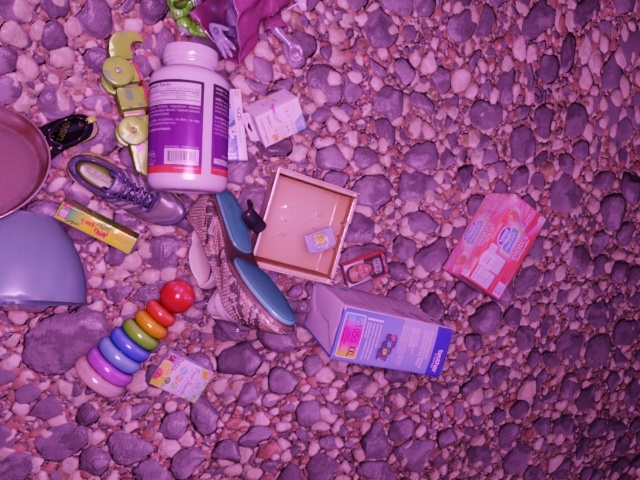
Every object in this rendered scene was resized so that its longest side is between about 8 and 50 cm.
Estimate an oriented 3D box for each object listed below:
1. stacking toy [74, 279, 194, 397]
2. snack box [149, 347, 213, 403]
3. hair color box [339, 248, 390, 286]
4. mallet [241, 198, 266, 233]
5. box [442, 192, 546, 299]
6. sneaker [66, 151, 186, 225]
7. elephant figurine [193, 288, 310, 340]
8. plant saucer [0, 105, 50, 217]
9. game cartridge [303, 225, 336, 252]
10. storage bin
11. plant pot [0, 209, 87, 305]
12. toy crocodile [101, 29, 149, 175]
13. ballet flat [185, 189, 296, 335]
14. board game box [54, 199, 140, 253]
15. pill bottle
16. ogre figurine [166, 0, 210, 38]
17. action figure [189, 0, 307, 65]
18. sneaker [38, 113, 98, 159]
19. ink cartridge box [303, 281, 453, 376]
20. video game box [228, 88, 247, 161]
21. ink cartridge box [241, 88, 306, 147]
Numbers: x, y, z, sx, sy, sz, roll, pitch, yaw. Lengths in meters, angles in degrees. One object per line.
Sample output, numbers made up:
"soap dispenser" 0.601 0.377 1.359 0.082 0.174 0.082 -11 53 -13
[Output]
"stacking toy" -0.459 0.235 1.171 0.141 0.141 0.330 47 76 -18
"snack box" -0.383 0.374 1.250 0.141 0.037 0.100 33 88 -20
"hair color box" 0.134 0.083 1.371 0.141 0.043 0.072 -20 104 -13
"mallet" -0.183 -0.080 1.166 0.039 0.190 0.062 -37 121 3
"box" 0.549 0.012 1.441 0.154 0.142 0.300 32 87 -19
"sneaker" -0.475 -0.117 1.104 0.299 0.121 0.111 25 90 -19
"elephant figurine" -0.178 0.181 1.239 0.169 0.239 0.186 -46 71 18
"plant saucer" -0.734 -0.155 0.938 0.310 0.050 0.311 9 60 -16
"game cartridge" 0.000 0.000 1.202 0.083 0.017 0.056 -20 108 -14
"storage bin" -0.044 -0.037 1.254 0.260 0.123 0.263 16 93 -19
"plant pot" -0.671 0.041 1.002 0.290 0.290 0.196 4 78 -18
"toy crocodile" -0.448 -0.322 1.080 0.105 0.115 0.341 -15 98 -26
"ballet flat" -0.217 0.072 1.079 0.182 0.483 0.164 -41 143 12
"board game box" -0.542 -0.035 1.110 0.181 0.092 0.043 30 89 -19
"pill bottle" -0.304 -0.274 1.050 0.181 0.181 0.323 2 91 -18
"ogre figurine" -0.316 -0.581 1.103 0.118 0.096 0.197 -25 116 -25
"action figure" -0.156 -0.588 1.107 0.275 0.248 0.370 37 51 4
"sneaker" -0.633 -0.236 1.049 0.234 0.097 0.084 -34 106 -10
"ink cartridge box" 0.182 0.251 1.291 0.395 0.270 0.151 13 96 -19
"video game box" -0.300 -0.294 1.175 0.205 0.048 0.187 -8 97 -17
"ink cartridge box" -0.127 -0.319 1.188 0.143 0.090 0.092 -29 132 -12
